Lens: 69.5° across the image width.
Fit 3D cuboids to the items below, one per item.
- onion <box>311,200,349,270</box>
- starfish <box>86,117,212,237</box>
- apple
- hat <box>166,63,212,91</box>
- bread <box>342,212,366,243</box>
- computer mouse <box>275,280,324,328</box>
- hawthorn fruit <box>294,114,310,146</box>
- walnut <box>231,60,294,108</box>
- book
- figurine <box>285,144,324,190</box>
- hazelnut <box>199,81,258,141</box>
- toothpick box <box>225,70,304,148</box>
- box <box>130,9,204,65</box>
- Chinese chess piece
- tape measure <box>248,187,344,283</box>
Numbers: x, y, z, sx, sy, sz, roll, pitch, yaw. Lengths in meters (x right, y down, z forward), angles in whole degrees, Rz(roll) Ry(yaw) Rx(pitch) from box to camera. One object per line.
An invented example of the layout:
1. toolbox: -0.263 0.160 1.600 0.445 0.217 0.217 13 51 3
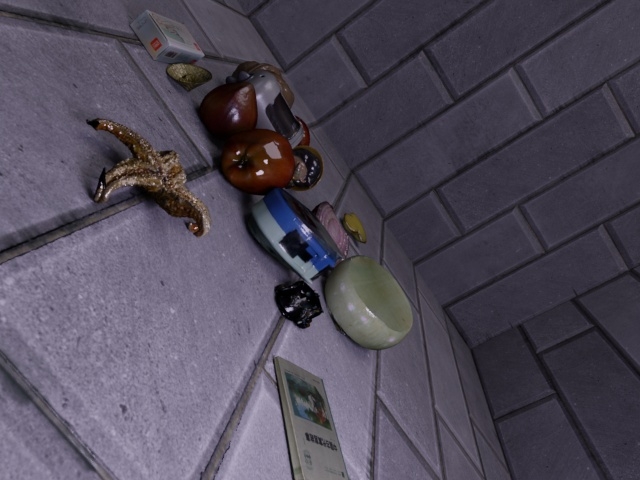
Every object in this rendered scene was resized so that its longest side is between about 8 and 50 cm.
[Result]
1. onion: 0.000 0.000 1.752 0.250 0.111 0.248 59 36 -33
2. starfish: -0.340 -0.113 0.964 0.312 0.113 0.303 51 13 11
3. apple: -0.191 -0.243 1.431 0.234 0.234 0.234 50 18 -23
4. hat: -0.432 -0.520 1.518 0.145 0.067 0.146 10 40 -9
5. bread: 0.170 -0.057 2.409 0.149 0.065 0.188 -2 64 -59
6. computer mouse: -0.047 0.174 1.332 0.147 0.077 0.241 62 16 9
7. hawthorn fruit: -0.132 -0.441 2.073 0.181 0.181 0.235 -16 87 -73
8. walnut: -0.246 -0.609 1.907 0.273 0.227 0.273 53 14 -19
9. book: -0.020 0.418 1.058 0.215 0.025 0.283 42 21 -45
10. figurine: -0.107 -0.284 1.848 0.256 0.167 0.192 -21 82 -50
11. hazelnut: -0.285 -0.430 1.511 0.208 0.208 0.208 50 18 -23
12. toothpick box: -0.226 -0.482 1.716 0.229 0.229 0.316 -100 163 -52
13. box: -0.502 -0.666 1.536 0.135 0.079 0.269 56 17 -7
14. Chinese chess piece: 0.170 0.220 1.640 0.349 0.146 0.349 35 30 -24
15. tape measure: -0.089 -0.026 1.390 0.262 0.138 0.259 38 12 -40
